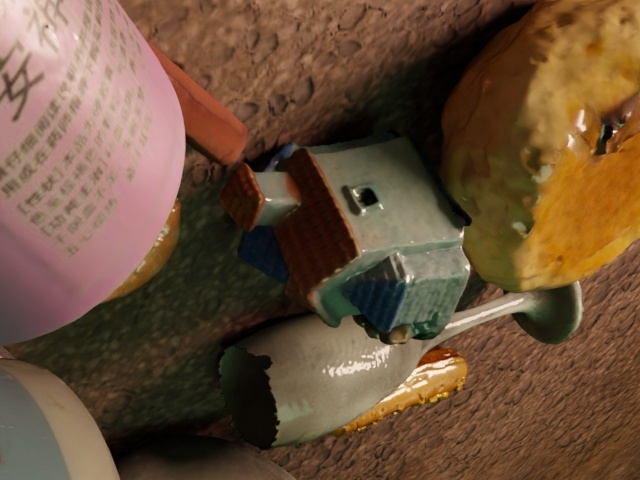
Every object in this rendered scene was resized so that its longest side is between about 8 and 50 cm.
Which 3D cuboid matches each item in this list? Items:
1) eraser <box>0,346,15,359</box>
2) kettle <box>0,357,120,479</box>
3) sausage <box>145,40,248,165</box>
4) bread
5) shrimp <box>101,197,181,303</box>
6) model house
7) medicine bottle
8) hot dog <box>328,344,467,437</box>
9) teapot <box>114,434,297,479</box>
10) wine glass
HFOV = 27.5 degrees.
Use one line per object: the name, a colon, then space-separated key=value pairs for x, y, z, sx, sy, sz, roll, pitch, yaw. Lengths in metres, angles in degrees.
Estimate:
eraser: x=-0.225 y=0.078 z=0.809 sx=0.052 sy=0.029 sz=0.122 roll=-37 pitch=149 yaw=-5
kettle: x=-0.294 y=0.137 z=0.610 sx=0.247 sy=0.320 sz=0.342 roll=-11 pitch=166 yaw=43
sausage: x=-0.083 y=-0.080 z=0.759 sx=0.030 sy=0.035 sz=0.147 roll=-61 pitch=147 yaw=-5
bread: x=0.176 y=-0.078 z=0.941 sx=0.244 sy=0.134 sz=0.244 roll=-27 pitch=143 yaw=-22
shrimp: x=-0.154 y=-0.001 z=0.776 sx=0.180 sy=0.041 sz=0.099 roll=-1 pitch=131 yaw=-45
model house: x=0.000 y=0.000 z=0.861 sx=0.148 sy=0.148 sz=0.119 roll=-2 pitch=138 yaw=-27
medicine bottle: x=-0.183 y=-0.090 z=0.505 sx=0.178 sy=0.178 sz=0.291 roll=-38 pitch=147 yaw=-4
hot dog: x=0.056 y=0.125 z=1.126 sx=0.165 sy=0.071 sz=0.045 roll=-16 pitch=102 yaw=-34
teapot: x=-0.158 y=0.322 z=1.020 sx=0.305 sy=0.223 sz=0.285 roll=-7 pitch=143 yaw=-45
wine glass: x=0.111 y=0.144 z=1.022 sx=0.309 sy=0.264 sz=0.096 roll=-17 pitch=150 yaw=-32
